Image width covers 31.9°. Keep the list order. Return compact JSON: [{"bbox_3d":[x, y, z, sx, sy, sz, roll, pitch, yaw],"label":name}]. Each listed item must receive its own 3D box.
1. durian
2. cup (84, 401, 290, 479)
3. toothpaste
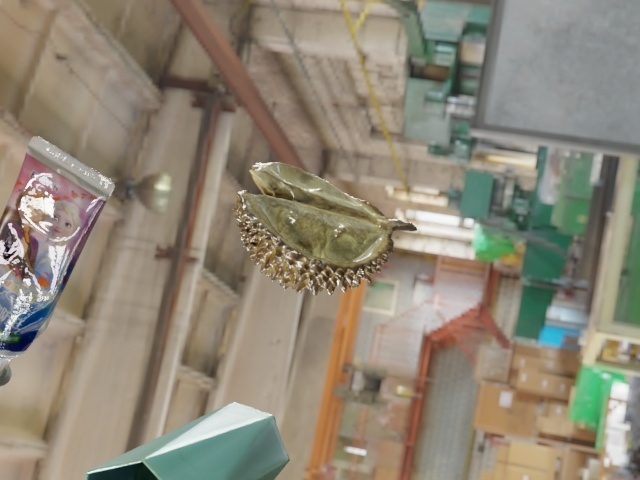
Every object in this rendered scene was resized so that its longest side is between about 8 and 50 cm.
[{"bbox_3d":[-0.001,-0.001,0.818,0.071,0.140,0.110,117,151,-44],"label":"durian"},{"bbox_3d":[-0.132,0.266,1.210,0.235,0.134,0.148,-18,-56,-62],"label":"cup"},{"bbox_3d":[-0.293,0.029,1.115,0.266,0.096,0.061,-61,-5,23],"label":"toothpaste"}]
